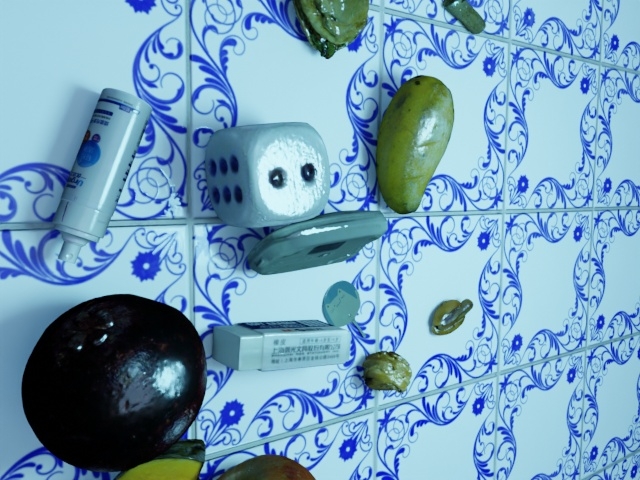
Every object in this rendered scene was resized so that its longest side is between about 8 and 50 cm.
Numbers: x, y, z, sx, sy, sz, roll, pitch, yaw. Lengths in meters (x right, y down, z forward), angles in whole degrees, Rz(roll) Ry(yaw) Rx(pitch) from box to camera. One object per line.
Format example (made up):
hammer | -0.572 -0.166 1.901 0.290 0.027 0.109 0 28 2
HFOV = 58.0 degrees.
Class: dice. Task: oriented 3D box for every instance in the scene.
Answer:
dice | -0.105 -0.131 1.139 0.192 0.193 0.193 -11 102 -36

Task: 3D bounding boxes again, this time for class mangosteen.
mangosteen | -0.339 0.243 0.963 0.297 0.297 0.313 -7 137 -35

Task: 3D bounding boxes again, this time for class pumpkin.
pumpkin | -0.318 0.464 1.082 0.169 0.148 0.312 8 115 -14

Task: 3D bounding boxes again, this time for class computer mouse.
computer mouse | -0.003 -0.006 1.239 0.331 0.197 0.095 -8 66 -37

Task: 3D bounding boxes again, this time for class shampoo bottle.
shampoo bottle | -0.386 -0.108 1.000 0.092 0.092 0.303 24 81 -35

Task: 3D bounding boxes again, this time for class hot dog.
hot dog | 0.363 0.209 1.592 0.140 0.060 0.089 -24 112 -36

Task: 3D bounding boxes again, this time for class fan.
fan | 0.067 0.176 1.406 0.113 0.005 0.175 -47 117 -24

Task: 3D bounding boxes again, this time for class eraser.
eraser | -0.080 0.222 1.232 0.279 0.124 0.081 3 92 -36

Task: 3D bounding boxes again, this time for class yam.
yam | 0.384 -0.603 1.534 0.132 0.054 0.054 27 78 -35

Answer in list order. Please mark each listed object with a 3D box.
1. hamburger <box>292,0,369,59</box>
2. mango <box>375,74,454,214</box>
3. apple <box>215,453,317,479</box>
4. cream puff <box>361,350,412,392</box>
hamburger | 0.020 -0.518 1.251 0.183 0.130 0.206 -48 138 -21
mango | 0.216 -0.230 1.391 0.177 0.175 0.329 21 101 -14
apple | -0.106 0.586 1.141 0.302 0.302 0.301 -4 97 -36
cream puff | 0.167 0.326 1.432 0.133 0.120 0.104 44 48 -59
